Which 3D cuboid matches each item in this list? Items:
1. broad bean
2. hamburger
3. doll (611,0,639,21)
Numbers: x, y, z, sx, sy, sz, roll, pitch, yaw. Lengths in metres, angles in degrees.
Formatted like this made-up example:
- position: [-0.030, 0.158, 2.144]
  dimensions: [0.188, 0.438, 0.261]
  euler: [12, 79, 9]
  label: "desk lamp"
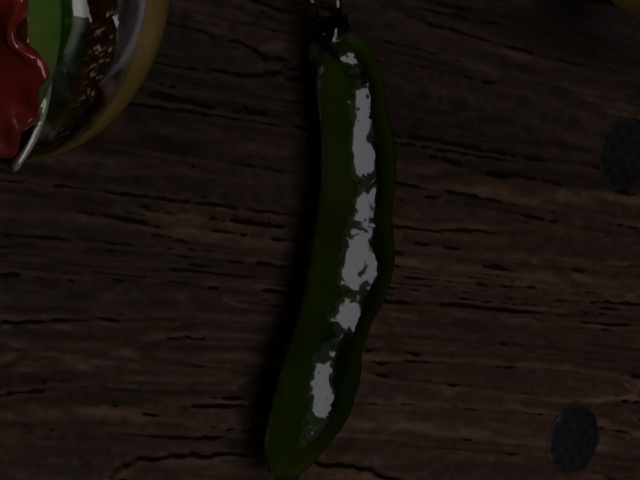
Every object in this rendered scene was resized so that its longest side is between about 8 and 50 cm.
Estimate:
- position: [0.004, -0.001, 0.901]
  dimensions: [0.069, 0.039, 0.227]
  euler: [-4, 99, -43]
  label: "broad bean"
- position: [-0.133, -0.096, 0.710]
  dimensions: [0.137, 0.175, 0.175]
  euler: [-20, 110, -47]
  label: "hamburger"
- position: [0.182, -0.245, 0.948]
  dimensions: [0.208, 0.144, 0.271]
  euler: [-41, 125, -49]
  label: "doll"
